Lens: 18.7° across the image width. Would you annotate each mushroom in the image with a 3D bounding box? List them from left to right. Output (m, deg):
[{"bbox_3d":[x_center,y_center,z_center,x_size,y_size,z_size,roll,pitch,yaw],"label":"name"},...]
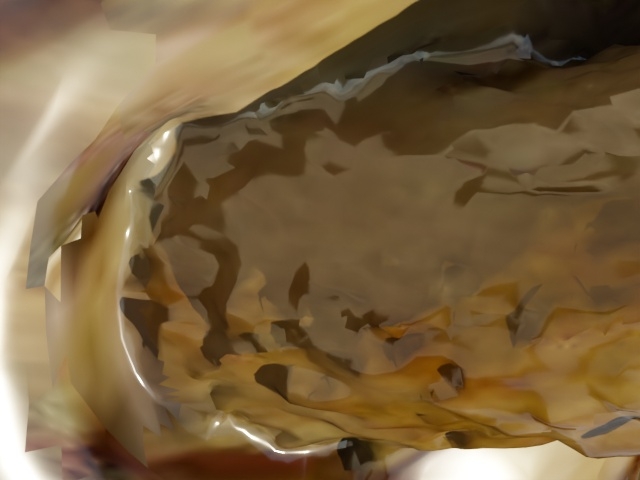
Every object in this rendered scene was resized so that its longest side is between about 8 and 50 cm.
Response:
[{"bbox_3d":[0.005,-0.003,0.425,0.195,0.283,0.263,-107,-161,-72],"label":"mushroom"}]
